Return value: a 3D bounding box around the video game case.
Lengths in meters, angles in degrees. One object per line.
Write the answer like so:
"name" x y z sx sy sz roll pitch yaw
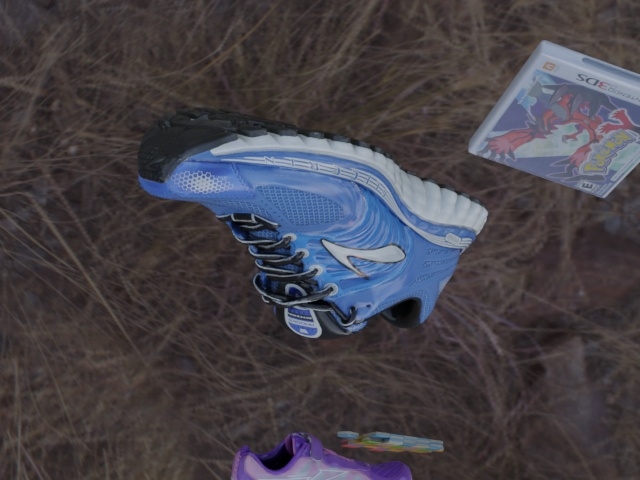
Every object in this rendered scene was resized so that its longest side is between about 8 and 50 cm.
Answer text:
"video game case" 0.290 -0.131 1.254 0.183 0.201 0.023 18 59 -8

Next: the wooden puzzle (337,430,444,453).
"wooden puzzle" 0.047 0.133 0.720 0.083 0.049 0.006 12 71 -23

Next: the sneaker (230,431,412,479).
"sneaker" -0.002 0.275 1.292 0.236 0.095 0.105 -3 94 -18

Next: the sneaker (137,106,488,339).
"sneaker" 0.000 0.000 0.807 0.330 0.130 0.147 20 88 -46
